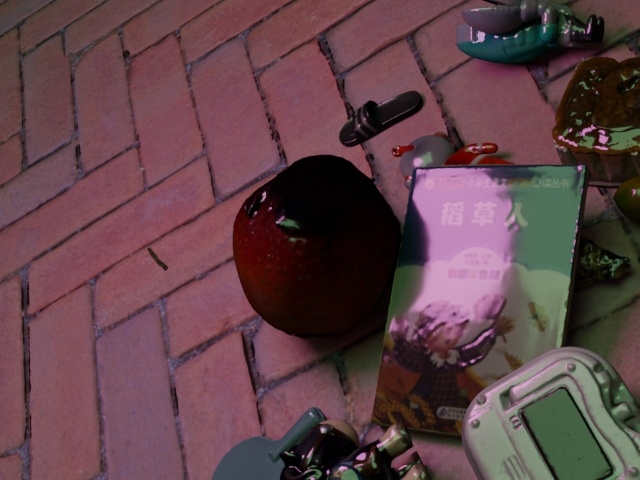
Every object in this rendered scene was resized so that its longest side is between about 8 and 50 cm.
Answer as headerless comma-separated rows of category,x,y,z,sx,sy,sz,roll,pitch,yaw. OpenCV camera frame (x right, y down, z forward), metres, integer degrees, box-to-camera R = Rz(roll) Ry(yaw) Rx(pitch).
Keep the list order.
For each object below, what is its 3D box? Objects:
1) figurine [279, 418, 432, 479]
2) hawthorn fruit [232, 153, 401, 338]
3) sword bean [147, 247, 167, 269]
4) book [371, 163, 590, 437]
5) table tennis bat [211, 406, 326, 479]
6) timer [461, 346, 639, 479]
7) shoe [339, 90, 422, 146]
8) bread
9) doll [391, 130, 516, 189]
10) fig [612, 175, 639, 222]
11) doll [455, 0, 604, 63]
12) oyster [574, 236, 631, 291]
figurine,-0.016,0.416,1.526,0.306,0.241,0.411,27,64,36
hawthorn fruit,-0.010,0.010,1.762,0.316,0.316,0.315,-19,48,22
sword bean,-0.333,0.038,2.178,0.012,0.012,0.083,-46,45,-4
book,0.242,0.088,1.637,0.300,0.039,0.427,1,74,35
table tennis bat,-0.085,0.362,1.732,0.244,0.040,0.153,-45,44,3
timer,0.323,0.282,1.437,0.237,0.087,0.262,-34,58,13
shoe,0.107,-0.248,2.063,0.179,0.049,0.071,-25,45,17
bread,0.481,-0.199,1.719,0.192,0.110,0.209,7,62,37
doll,0.222,-0.125,1.870,0.245,0.076,0.142,20,69,39
fig,0.486,-0.064,1.639,0.074,0.074,0.088,-55,27,-14
doll,0.377,-0.397,1.943,0.258,0.195,0.153,3,92,7
oyster,0.326,0.013,1.697,0.345,0.078,0.128,10,55,42
